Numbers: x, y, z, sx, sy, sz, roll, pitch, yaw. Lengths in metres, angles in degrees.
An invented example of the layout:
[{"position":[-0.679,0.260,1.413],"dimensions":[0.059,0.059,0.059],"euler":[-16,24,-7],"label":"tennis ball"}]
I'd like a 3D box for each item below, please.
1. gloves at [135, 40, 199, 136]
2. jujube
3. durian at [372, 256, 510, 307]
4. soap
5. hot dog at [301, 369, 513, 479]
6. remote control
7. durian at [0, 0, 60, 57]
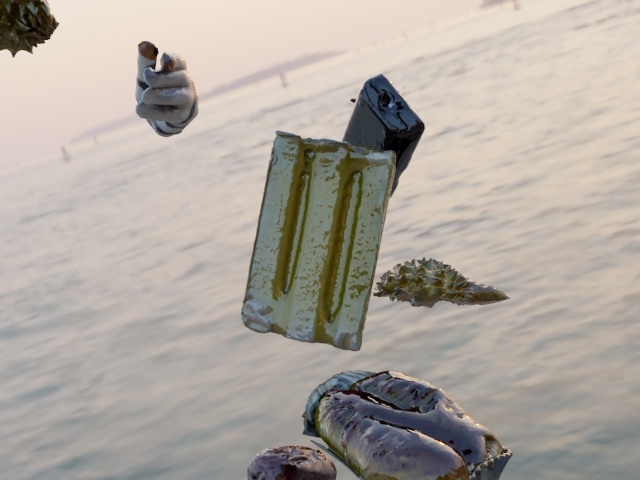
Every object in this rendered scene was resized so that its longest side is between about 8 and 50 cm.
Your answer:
[{"position":[-0.287,-0.285,1.965],"dimensions":[0.131,0.140,0.218],"euler":[3,-21,-21],"label":"gloves"},{"position":[-0.033,0.298,1.323],"dimensions":[0.077,0.077,0.129],"euler":[-10,-13,42],"label":"jujube"},{"position":[0.199,0.067,1.714],"dimensions":[0.224,0.078,0.140],"euler":[4,-13,2],"label":"durian"},{"position":[0.000,0.000,1.624],"dimensions":[0.199,0.315,0.091],"euler":[9,1,9],"label":"soap"},{"position":[0.094,0.215,1.174],"dimensions":[0.162,0.082,0.270],"euler":[-15,24,-30],"label":"hot dog"},{"position":[0.072,-0.127,1.778],"dimensions":[0.062,0.145,0.399],"euler":[-31,-18,-24],"label":"remote control"},{"position":[-0.544,-0.429,1.711],"dimensions":[0.186,0.260,0.154],"euler":[-42,-10,3],"label":"durian"}]
